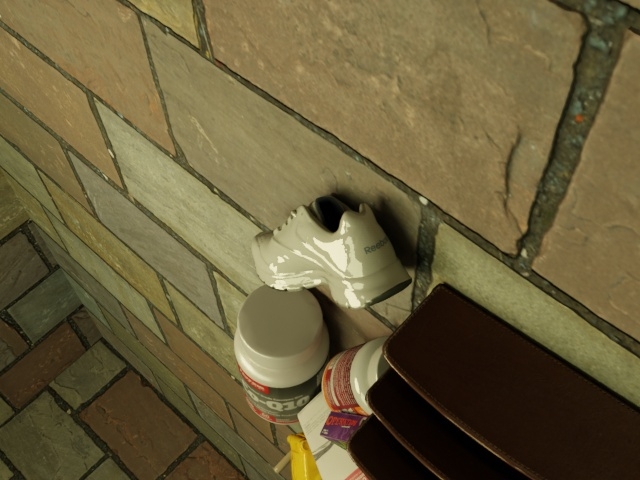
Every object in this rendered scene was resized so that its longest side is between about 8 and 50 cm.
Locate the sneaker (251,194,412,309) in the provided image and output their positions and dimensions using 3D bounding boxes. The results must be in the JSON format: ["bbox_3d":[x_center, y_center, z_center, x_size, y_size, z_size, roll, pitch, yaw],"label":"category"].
[{"bbox_3d":[0.000,0.000,0.993,0.297,0.111,0.129,5,117,53],"label":"sneaker"}]

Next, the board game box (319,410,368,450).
[{"bbox_3d":[0.186,0.353,1.107,0.347,0.056,0.208,37,153,-23],"label":"board game box"}]

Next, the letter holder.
[{"bbox_3d":[0.189,0.233,0.859,0.302,0.214,0.152,34,154,29],"label":"letter holder"}]

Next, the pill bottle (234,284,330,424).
[{"bbox_3d":[-0.064,0.198,1.314,0.161,0.161,0.283,38,156,21],"label":"pill bottle"}]

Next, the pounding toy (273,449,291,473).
[{"bbox_3d":[0.045,0.504,1.662,0.237,0.183,0.110,35,180,28],"label":"pounding toy"}]

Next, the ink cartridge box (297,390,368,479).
[{"bbox_3d":[0.071,0.363,1.268,0.158,0.092,0.218,32,-162,-38],"label":"ink cartridge box"}]

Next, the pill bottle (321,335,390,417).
[{"bbox_3d":[0.088,0.204,1.110,0.121,0.121,0.221,48,158,-1],"label":"pill bottle"}]

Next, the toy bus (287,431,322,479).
[{"bbox_3d":[0.044,0.403,1.478,0.149,0.220,0.211,151,110,-71],"label":"toy bus"}]
